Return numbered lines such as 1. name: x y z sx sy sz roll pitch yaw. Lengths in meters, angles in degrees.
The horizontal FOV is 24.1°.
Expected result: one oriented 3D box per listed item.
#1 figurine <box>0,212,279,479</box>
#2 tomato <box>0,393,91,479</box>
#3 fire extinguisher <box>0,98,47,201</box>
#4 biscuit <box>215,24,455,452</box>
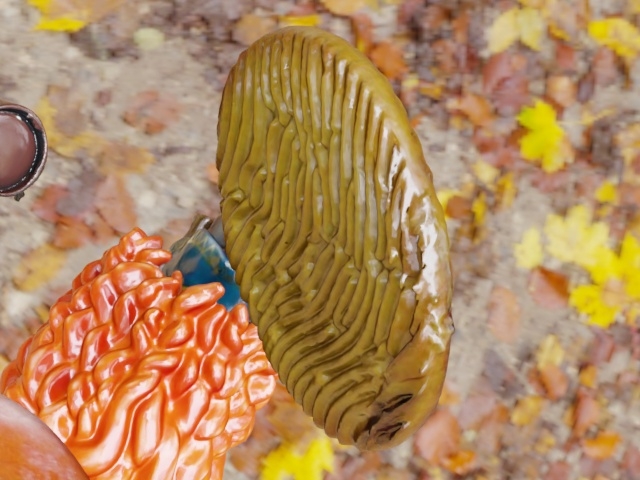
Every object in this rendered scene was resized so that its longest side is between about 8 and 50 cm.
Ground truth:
1. figurine: -0.146 0.102 1.485 0.306 0.412 0.241 -35 102 28
2. tomato: -0.151 0.140 0.595 0.151 0.187 0.187 -32 109 -15
3. fire extinguisher: -0.413 -0.114 1.590 0.105 0.341 0.141 -44 128 -26
4. biscuit: 0.000 0.000 1.093 0.040 0.318 0.318 -13 103 -26
